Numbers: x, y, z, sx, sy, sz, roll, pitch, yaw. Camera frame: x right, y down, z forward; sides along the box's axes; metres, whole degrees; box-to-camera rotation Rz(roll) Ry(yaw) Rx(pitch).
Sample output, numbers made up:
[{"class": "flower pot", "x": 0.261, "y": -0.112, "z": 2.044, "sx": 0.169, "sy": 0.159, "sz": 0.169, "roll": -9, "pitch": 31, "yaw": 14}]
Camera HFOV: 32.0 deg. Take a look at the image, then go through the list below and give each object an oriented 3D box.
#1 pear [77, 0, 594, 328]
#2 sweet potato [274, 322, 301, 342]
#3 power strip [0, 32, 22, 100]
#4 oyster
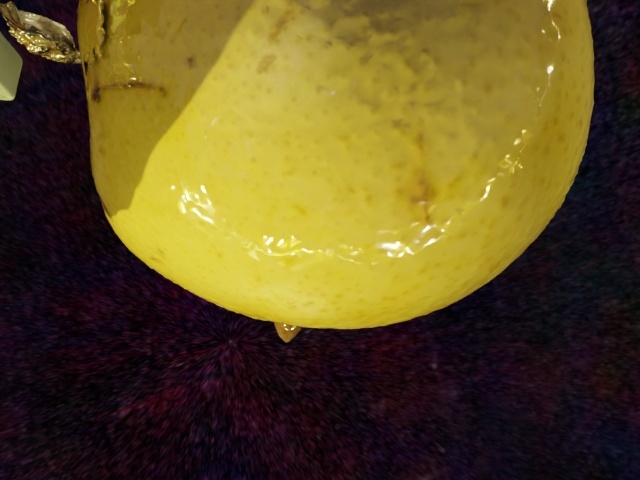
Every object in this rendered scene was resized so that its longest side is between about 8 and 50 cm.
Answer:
[{"class": "pear", "x": 0.011, "y": -0.113, "z": 0.703, "sx": 0.348, "sy": 0.348, "sz": 0.348, "roll": 0, "pitch": 85, "yaw": -5}, {"class": "sweet potato", "x": -0.001, "y": -0.002, "z": 1.607, "sx": 0.092, "sy": 0.114, "sz": 0.341, "roll": 35, "pitch": 103, "yaw": 36}, {"class": "power strip", "x": -0.421, "y": -0.244, "z": 1.211, "sx": 0.091, "sy": 0.385, "sz": 0.062, "roll": 8, "pitch": 76, "yaw": 7}, {"class": "oyster", "x": -0.402, "y": -0.294, "z": 1.626, "sx": 0.105, "sy": 0.177, "sz": 0.056, "roll": 31, "pitch": 97, "yaw": 9}]
